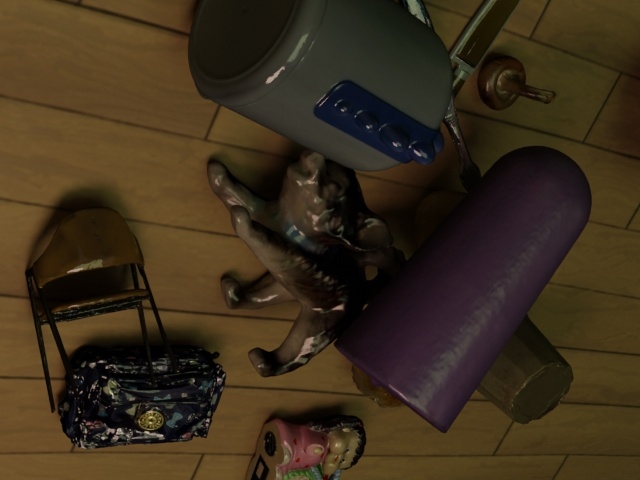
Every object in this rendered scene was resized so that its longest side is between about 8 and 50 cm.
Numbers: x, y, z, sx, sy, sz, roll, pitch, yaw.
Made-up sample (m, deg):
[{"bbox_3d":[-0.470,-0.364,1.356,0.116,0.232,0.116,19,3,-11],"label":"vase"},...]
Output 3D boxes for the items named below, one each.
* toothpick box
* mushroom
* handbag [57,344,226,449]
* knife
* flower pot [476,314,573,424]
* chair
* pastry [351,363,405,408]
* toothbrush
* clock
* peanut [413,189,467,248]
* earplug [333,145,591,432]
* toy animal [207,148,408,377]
[{"bbox_3d":[0.029,-0.220,1.499,0.355,0.263,0.263,24,106,-42],"label":"toothpick box"},{"bbox_3d":[0.311,-0.245,1.809,0.130,0.073,0.088,18,97,-6],"label":"mushroom"},{"bbox_3d":[-0.271,0.236,1.736,0.260,0.113,0.162,2,113,-27],"label":"handbag"},{"bbox_3d":[0.228,-0.284,1.763,0.061,0.027,0.343,23,107,-38],"label":"knife"},{"bbox_3d":[0.354,0.232,2.111,0.212,0.202,0.212,-21,135,-22],"label":"flower pot"},{"bbox_3d":[-0.312,0.094,1.575,0.159,0.246,0.172,-12,169,-28],"label":"chair"},{"bbox_3d":[0.144,0.203,2.013,0.182,0.093,0.192,-4,122,-37],"label":"pastry"},{"bbox_3d":[0.185,-0.233,1.738,0.035,0.042,0.413,-28,126,-6],"label":"toothbrush"},{"bbox_3d":[-0.023,0.395,2.037,0.196,0.100,0.194,-1,125,-32],"label":"clock"},{"bbox_3d":[0.247,0.031,1.927,0.152,0.152,0.313,-32,134,-12],"label":"peanut"},{"bbox_3d":[0.238,0.053,1.704,0.456,0.215,0.215,-51,135,-5],"label":"earplug"},{"bbox_3d":[0.000,0.000,1.704,0.303,0.194,0.344,-17,133,-17],"label":"toy animal"}]
